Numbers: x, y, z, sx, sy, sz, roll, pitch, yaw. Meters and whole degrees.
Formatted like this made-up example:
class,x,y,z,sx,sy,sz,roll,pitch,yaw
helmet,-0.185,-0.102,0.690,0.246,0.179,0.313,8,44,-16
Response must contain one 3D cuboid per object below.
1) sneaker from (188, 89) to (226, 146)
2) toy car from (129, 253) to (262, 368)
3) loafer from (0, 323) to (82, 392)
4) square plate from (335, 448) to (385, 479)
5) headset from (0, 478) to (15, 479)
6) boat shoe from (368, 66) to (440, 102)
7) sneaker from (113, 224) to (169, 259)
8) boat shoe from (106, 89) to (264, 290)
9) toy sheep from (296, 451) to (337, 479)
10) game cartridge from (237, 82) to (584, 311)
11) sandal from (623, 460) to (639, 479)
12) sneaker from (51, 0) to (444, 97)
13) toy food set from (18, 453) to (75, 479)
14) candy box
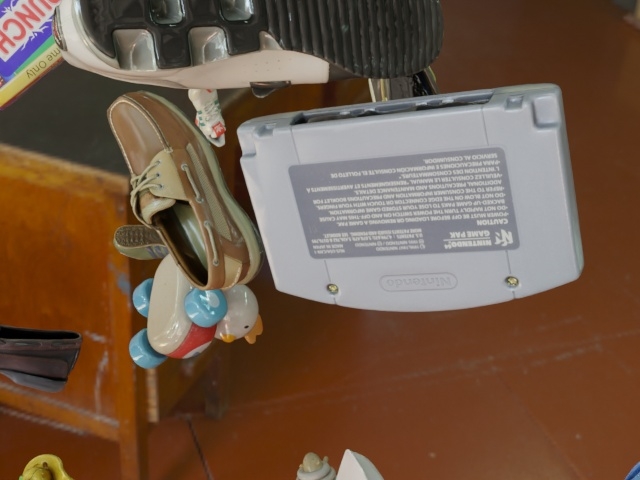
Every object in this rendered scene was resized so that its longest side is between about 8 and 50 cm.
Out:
class,x,y,z,sx,sy,sz,roll,pitch,yaw
sneaker,-0.207,-0.242,1.898,0.057,0.161,0.075,-31,64,-17
toy car,-0.194,0.140,1.836,0.238,0.219,0.210,25,45,-33
loafer,-0.476,0.138,1.435,0.109,0.095,0.302,35,3,41
square plate,0.125,0.507,1.502,0.049,0.347,0.344,-24,64,-19
headset,-0.478,0.411,1.360,0.243,0.185,0.394,-35,46,3
boat shoe,0.111,-0.107,1.103,0.081,0.228,0.068,-20,1,-7
sneaker,-0.323,0.005,2.004,0.192,0.086,0.064,4,73,-17
boat shoe,-0.206,-0.069,1.414,0.324,0.122,0.120,54,38,7
toy sheep,-0.004,0.464,1.880,0.091,0.132,0.091,-17,9,3
game cartridge,0.081,-0.030,0.904,0.297,0.198,0.062,-3,30,23
sandal,0.219,0.246,0.787,0.317,0.126,0.138,-13,2,-39
sneaker,-0.057,-0.182,0.814,0.330,0.123,0.146,-3,0,-29
toy food set,-0.490,0.486,1.723,0.128,0.218,0.071,7,7,23
candy box,-0.497,-0.403,1.518,0.268,0.317,0.122,-42,16,-7
